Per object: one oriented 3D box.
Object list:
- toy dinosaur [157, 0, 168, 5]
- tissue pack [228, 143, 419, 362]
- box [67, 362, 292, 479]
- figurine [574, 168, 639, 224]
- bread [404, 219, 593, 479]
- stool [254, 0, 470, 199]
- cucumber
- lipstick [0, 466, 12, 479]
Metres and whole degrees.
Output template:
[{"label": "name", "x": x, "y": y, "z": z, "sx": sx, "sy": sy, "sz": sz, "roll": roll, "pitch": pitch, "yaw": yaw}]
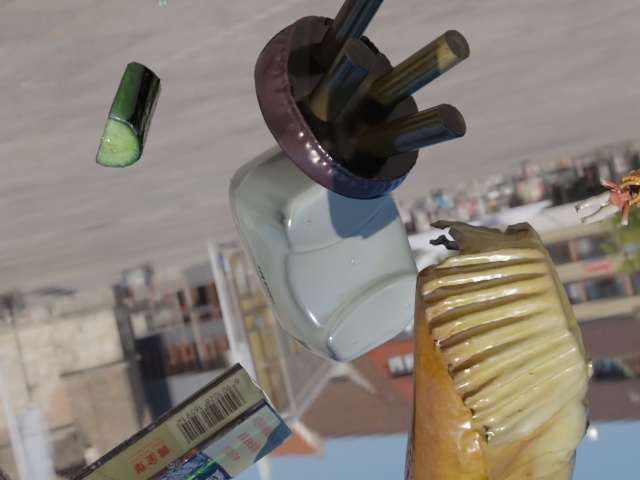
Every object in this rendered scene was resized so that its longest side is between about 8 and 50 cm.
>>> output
[{"label": "toy dinosaur", "x": -0.155, "y": -0.432, "z": 1.715, "sx": 0.053, "sy": 0.242, "sz": 0.167, "roll": 14, "pitch": 173, "yaw": -24}, {"label": "tissue pack", "x": 0.000, "y": 0.000, "z": 2.024, "sx": 0.229, "sy": 0.333, "sz": 0.236, "roll": -31, "pitch": -147, "yaw": -17}, {"label": "box", "x": -0.202, "y": 0.319, "z": 1.930, "sx": 0.310, "sy": 0.084, "sz": 0.198, "roll": -35, "pitch": 157, "yaw": -5}, {"label": "figurine", "x": 0.354, "y": -0.051, "z": 1.557, "sx": 0.109, "sy": 0.064, "sz": 0.047, "roll": -25, "pitch": 176, "yaw": -3}, {"label": "bread", "x": 0.161, "y": 0.163, "z": 1.343, "sx": 0.183, "sy": 0.389, "sz": 0.236, "roll": -11, "pitch": -137, "yaw": -3}, {"label": "stool", "x": 0.065, "y": -0.207, "z": 1.777, "sx": 0.272, "sy": 0.272, "sz": 0.178, "roll": -13, "pitch": 163, "yaw": -48}, {"label": "cucumber", "x": -0.259, "y": -0.169, "z": 1.805, "sx": 0.062, "sy": 0.115, "sz": 0.116, "roll": 17, "pitch": 154, "yaw": -12}, {"label": "lipstick", "x": -0.511, "y": 0.320, "z": 1.906, "sx": 0.080, "sy": 0.080, "sz": 0.241, "roll": -13, "pitch": 145, "yaw": -2}]
